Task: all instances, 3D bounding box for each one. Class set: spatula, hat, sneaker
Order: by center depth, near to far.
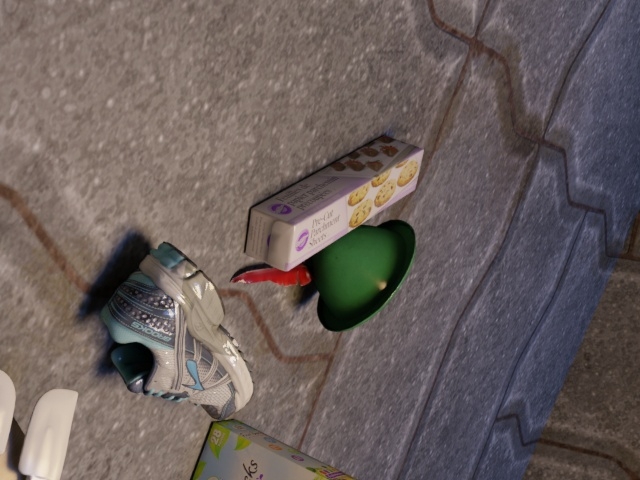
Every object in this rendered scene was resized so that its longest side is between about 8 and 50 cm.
[{"bbox_3d":[-0.298,0.223,1.097,0.168,0.019,0.242,29,64,-44],"label":"spatula"},{"bbox_3d":[-0.160,0.117,1.371,0.122,0.110,0.283,-39,145,-16],"label":"sneaker"},{"bbox_3d":[0.000,0.000,1.624,0.183,0.208,0.173,39,101,-23],"label":"hat"}]

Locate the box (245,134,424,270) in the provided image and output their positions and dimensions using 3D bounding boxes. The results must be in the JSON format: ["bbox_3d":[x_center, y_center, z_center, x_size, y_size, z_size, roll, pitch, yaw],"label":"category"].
[{"bbox_3d":[0.025,-0.053,1.613,0.324,0.063,0.067,-31,137,-52],"label":"box"}]

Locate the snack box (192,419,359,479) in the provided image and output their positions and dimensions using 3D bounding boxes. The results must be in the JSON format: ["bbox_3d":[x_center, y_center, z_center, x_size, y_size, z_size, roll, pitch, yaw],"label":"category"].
[{"bbox_3d":[-0.064,0.341,1.594,0.070,0.207,0.174,10,100,-65],"label":"snack box"}]

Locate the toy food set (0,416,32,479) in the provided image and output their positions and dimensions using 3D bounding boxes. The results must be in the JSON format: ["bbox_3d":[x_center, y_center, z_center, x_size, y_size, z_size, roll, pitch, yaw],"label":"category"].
[{"bbox_3d":[-0.326,0.321,1.128,0.306,0.092,0.220,-42,113,-40],"label":"toy food set"}]
